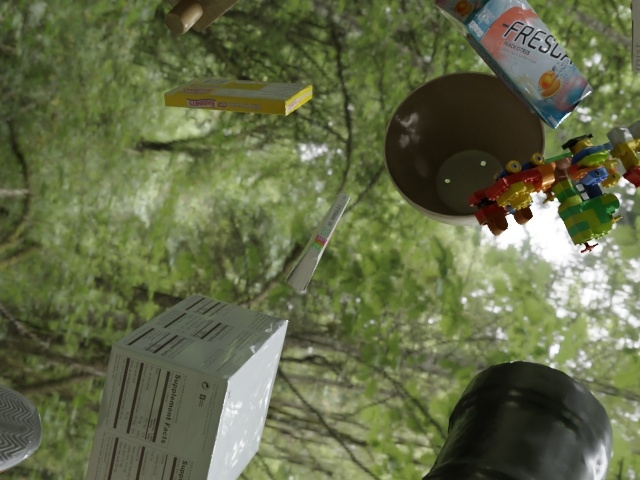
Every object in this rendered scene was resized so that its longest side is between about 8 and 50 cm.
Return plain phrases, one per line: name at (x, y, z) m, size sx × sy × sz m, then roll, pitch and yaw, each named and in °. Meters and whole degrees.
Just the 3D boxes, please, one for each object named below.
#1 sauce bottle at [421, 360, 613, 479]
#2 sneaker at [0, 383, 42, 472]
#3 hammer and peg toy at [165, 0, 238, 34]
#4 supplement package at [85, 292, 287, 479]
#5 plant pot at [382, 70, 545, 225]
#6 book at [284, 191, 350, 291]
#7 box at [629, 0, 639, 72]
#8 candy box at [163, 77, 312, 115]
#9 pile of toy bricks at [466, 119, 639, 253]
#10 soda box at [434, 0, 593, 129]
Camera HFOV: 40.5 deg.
sauce bottle at (0.022, 0.163, 0.266) m, size 0.344 × 0.111 × 0.111 m, roll -50°, pitch 171°, yaw -48°
sneaker at (-0.474, 0.241, 0.950) m, size 0.180 × 0.321 × 0.125 m, roll 116°, pitch -33°, yaw -52°
hammer and peg toy at (-0.223, -0.466, 1.154) m, size 0.266 × 0.361 × 0.127 m, roll -22°, pitch -152°, yaw 51°
supplement package at (-0.160, 0.207, 1.092) m, size 0.262 × 0.145 × 0.204 m, roll -36°, pitch 140°, yaw -74°
plant pot at (0.271, -0.142, 1.610) m, size 0.191 × 0.284 × 0.284 m, roll 55°, pitch 43°, yaw -66°
book at (0.000, 0.000, 1.373) m, size 0.096 × 0.035 × 0.144 m, roll -58°, pitch -178°, yaw 47°
box at (0.742, -0.474, 1.711) m, size 0.127 × 0.231 × 0.262 m, roll -142°, pitch -139°, yaw -58°
candy box at (-0.126, -0.224, 1.338) m, size 0.105 × 0.206 × 0.027 m, roll -49°, pitch 142°, yaw -56°
pile of toy bricks at (0.264, -0.039, 0.896) m, size 0.105 × 0.212 × 0.118 m, roll 66°, pitch -25°, yaw 14°
soda box at (0.191, -0.188, 0.846) m, size 0.058 × 0.183 × 0.063 m, roll -47°, pitch -139°, yaw 10°
